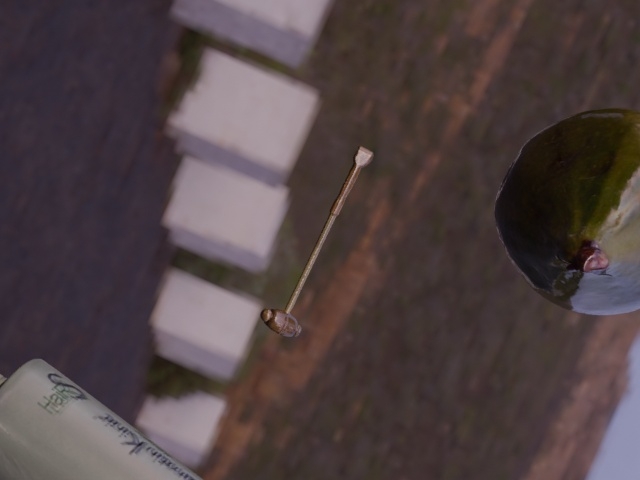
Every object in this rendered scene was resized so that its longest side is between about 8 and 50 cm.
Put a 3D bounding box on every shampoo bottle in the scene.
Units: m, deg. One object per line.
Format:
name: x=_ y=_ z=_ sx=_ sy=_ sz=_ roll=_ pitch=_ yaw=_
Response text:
shampoo bottle: x=-0.150 y=0.156 z=1.286 sx=0.085 sy=0.262 sz=0.085 roll=-53 pitch=174 yaw=-9

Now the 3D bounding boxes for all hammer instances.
hammer: x=0.000 y=0.000 z=1.159 sx=0.014 sy=0.029 sz=0.123 roll=25 pitch=-91 yaw=60

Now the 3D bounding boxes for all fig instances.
fig: x=0.165 y=0.003 z=1.152 sx=0.185 sy=0.133 sz=0.127 roll=-75 pitch=155 yaw=-50
